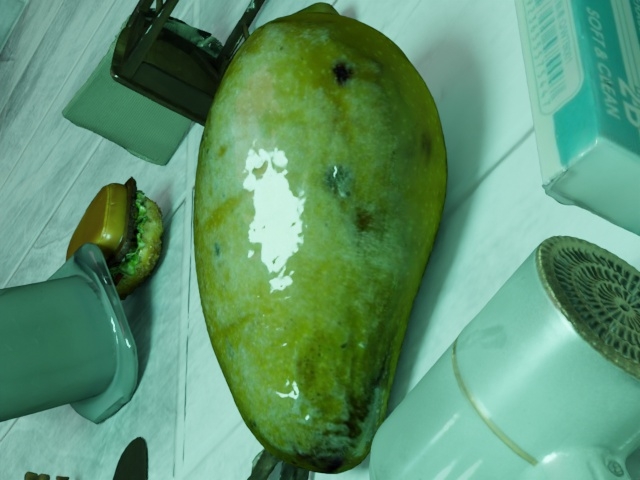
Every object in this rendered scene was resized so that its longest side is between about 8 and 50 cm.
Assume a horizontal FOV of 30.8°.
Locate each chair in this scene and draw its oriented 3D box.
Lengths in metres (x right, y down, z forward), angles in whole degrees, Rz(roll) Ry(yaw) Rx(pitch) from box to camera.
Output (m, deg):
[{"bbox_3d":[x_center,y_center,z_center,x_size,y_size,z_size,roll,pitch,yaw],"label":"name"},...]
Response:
[{"bbox_3d":[-0.177,-0.192,1.356,0.319,0.160,0.186,-52,28,26],"label":"chair"}]

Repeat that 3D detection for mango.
[{"bbox_3d":[-0.003,-0.002,0.860,0.176,0.175,0.330,-164,78,-66],"label":"mango"}]

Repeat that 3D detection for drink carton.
[{"bbox_3d":[-0.331,0.125,1.304,0.185,0.189,0.191,-32,74,42],"label":"drink carton"}]

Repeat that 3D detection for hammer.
[{"bbox_3d":[-0.085,0.255,0.966,0.297,0.027,0.125,-59,22,18],"label":"hammer"}]

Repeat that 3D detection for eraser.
[{"bbox_3d":[0.165,-0.110,0.678,0.052,0.095,0.225,-43,35,41],"label":"eraser"}]

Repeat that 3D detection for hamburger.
[{"bbox_3d":[-0.248,0.015,1.411,0.166,0.087,0.137,-45,34,42],"label":"hamburger"}]

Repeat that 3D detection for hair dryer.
[{"bbox_3d":[0.135,0.177,0.530,0.173,0.107,0.357,-55,34,31],"label":"hair dryer"}]

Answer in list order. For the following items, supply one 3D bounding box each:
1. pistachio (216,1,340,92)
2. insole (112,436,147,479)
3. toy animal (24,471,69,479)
[{"bbox_3d":[-0.050,-0.154,1.137,0.189,0.100,0.110,-63,29,13],"label":"pistachio"},{"bbox_3d":[-0.208,0.348,1.161,0.111,0.007,0.328,-40,37,47],"label":"insole"},{"bbox_3d":[-0.361,0.388,1.367,0.224,0.066,0.230,-17,60,59],"label":"toy animal"}]
